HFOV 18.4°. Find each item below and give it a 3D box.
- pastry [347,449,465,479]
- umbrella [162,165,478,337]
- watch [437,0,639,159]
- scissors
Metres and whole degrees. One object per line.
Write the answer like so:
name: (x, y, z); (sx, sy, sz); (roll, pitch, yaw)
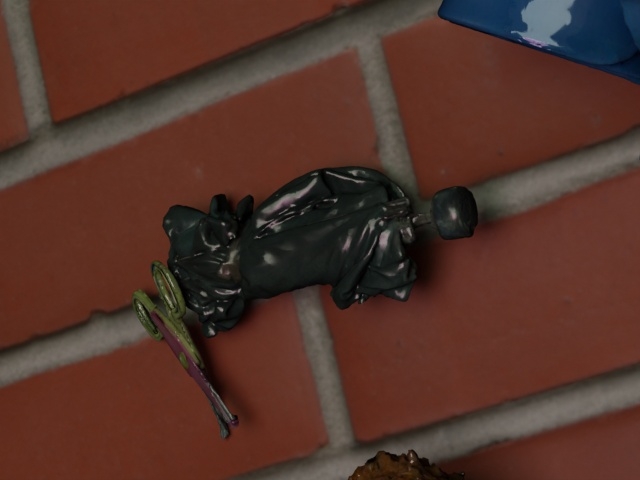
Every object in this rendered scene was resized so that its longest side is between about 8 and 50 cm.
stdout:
pastry: (0.069, 0.328, 1.800); (0.193, 0.275, 0.275); (-15, 79, 13)
umbrella: (0.002, 0.002, 1.949); (0.349, 0.094, 0.143); (-13, 92, 31)
watch: (0.234, -0.212, 1.724); (0.274, 0.305, 0.241); (20, 95, 20)
scissors: (-0.136, 0.115, 2.027); (0.187, 0.020, 0.133); (60, 156, 9)
